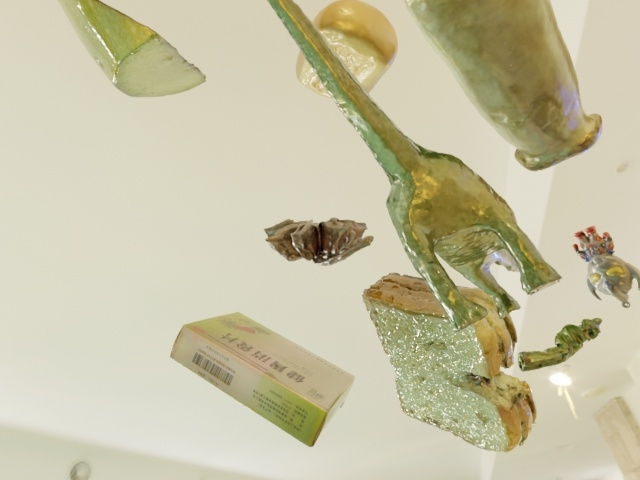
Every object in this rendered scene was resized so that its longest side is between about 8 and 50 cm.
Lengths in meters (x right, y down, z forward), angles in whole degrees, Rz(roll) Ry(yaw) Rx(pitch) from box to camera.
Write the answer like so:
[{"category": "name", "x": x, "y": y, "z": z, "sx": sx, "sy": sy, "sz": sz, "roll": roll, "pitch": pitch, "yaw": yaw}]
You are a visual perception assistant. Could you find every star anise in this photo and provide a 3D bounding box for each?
[{"category": "star anise", "x": 0.000, "y": 0.000, "z": 0.759, "sx": 0.209, "sy": 0.231, "sz": 0.089, "roll": -7, "pitch": -78, "yaw": -12}]

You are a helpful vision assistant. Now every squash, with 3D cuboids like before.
[{"category": "squash", "x": -0.274, "y": -0.250, "z": 0.547, "sx": 0.184, "sy": 0.192, "sz": 0.085, "roll": 26, "pitch": -86, "yaw": 1}]

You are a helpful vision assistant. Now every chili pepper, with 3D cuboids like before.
[{"category": "chili pepper", "x": 0.204, "y": 0.090, "z": 0.342, "sx": 0.083, "sy": 0.027, "sz": 0.022, "roll": -25, "pitch": -5, "yaw": -9}]

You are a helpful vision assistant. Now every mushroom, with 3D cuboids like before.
[{"category": "mushroom", "x": 0.198, "y": -0.171, "z": 0.408, "sx": 0.100, "sy": 0.081, "sz": 0.312, "roll": -30, "pitch": -41, "yaw": 32}]

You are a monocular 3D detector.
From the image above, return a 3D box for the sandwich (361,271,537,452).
[{"category": "sandwich", "x": 0.214, "y": 0.199, "z": 0.670, "sx": 0.249, "sy": 0.095, "sz": 0.273, "roll": 2, "pitch": -63, "yaw": 53}]

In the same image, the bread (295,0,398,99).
[{"category": "bread", "x": 0.042, "y": -0.318, "z": 0.681, "sx": 0.147, "sy": 0.098, "sz": 0.217, "roll": 18, "pitch": -9, "yaw": -17}]

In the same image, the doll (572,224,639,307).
[{"category": "doll", "x": 0.643, "y": 0.061, "z": 0.909, "sx": 0.104, "sy": 0.194, "sz": 0.062, "roll": -29, "pitch": -13, "yaw": 31}]

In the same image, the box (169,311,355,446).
[{"category": "box", "x": -0.086, "y": 0.209, "z": 0.663, "sx": 0.260, "sy": 0.062, "sz": 0.175, "roll": 25, "pitch": 5, "yaw": 17}]

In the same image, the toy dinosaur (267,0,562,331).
[{"category": "toy dinosaur", "x": 0.093, "y": -0.066, "z": 0.385, "sx": 0.087, "sy": 0.301, "sz": 0.447, "roll": -40, "pitch": -25, "yaw": 20}]
